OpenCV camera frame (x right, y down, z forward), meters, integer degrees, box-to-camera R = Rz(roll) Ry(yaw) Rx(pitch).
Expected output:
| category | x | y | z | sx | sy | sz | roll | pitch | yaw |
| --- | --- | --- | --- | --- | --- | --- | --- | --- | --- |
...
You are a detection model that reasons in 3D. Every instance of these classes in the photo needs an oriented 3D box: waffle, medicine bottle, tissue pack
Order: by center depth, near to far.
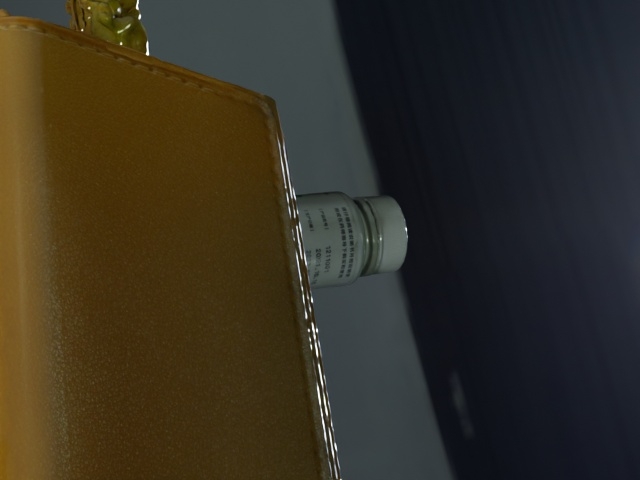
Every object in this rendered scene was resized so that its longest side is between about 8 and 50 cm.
| category | x | y | z | sx | sy | sz | roll | pitch | yaw |
| --- | --- | --- | --- | --- | --- | --- | --- | --- | --- |
| tissue pack | -0.106 | 0.081 | 0.578 | 0.145 | 0.275 | 0.194 | 20 | 137 | -39 |
| medicine bottle | 0.000 | 0.000 | 1.261 | 0.130 | 0.080 | 0.080 | -7 | 175 | -25 |
| waffle | -0.182 | -0.120 | 1.373 | 0.069 | 0.293 | 0.260 | -8 | 157 | -13 |
